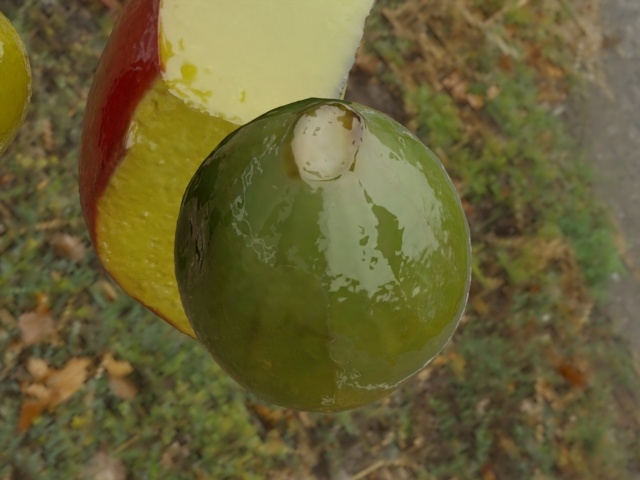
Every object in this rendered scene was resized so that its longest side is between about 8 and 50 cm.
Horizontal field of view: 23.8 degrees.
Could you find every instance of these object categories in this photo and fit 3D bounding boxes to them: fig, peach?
[{"bbox_3d":[-0.005,-0.002,1.039,0.207,0.207,0.230,-79,150,-48],"label":"fig"},{"bbox_3d":[-0.102,-0.108,1.445,0.242,0.306,0.380,19,59,-8],"label":"peach"}]

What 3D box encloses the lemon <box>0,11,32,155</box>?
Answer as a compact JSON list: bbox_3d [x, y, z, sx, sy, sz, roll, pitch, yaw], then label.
[{"bbox_3d":[-0.342,-0.135,1.305,0.178,0.178,0.203,52,16,-3],"label":"lemon"}]
